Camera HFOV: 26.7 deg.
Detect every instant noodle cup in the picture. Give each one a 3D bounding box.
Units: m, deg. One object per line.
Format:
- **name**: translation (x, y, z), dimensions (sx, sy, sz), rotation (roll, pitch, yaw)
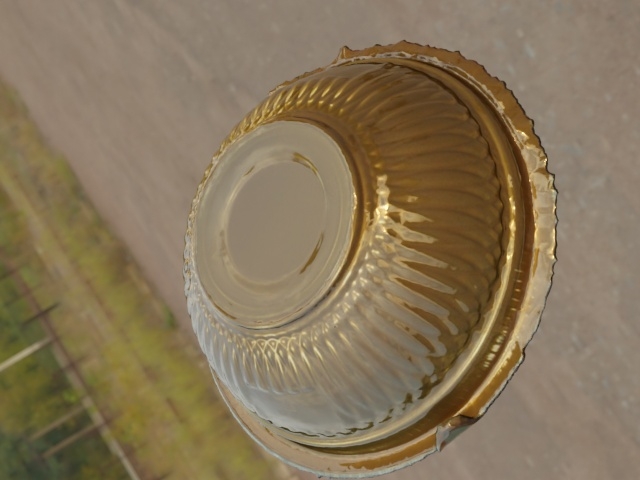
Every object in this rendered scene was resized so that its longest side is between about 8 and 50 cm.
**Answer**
- **instant noodle cup**: translation (0.000, 0.000, 0.786), dimensions (0.090, 0.274, 0.274), rotation (19, -156, -49)
